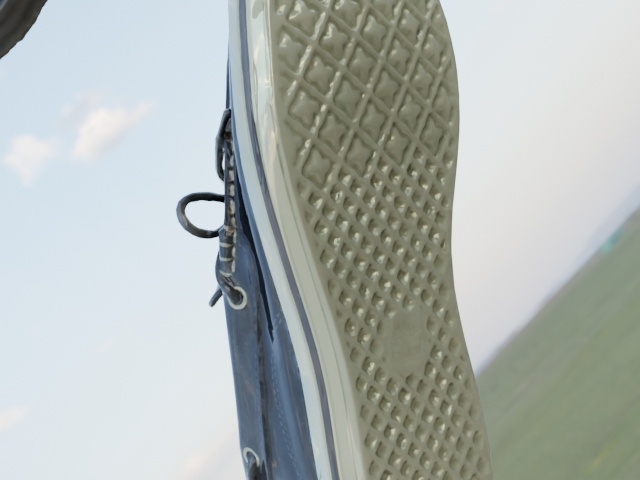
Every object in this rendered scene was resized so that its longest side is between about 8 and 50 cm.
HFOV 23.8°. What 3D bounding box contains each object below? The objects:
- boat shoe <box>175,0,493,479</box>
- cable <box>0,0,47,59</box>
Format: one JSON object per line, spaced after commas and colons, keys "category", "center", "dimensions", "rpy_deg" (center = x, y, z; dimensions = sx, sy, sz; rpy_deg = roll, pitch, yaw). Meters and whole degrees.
{"category": "boat shoe", "center": [0.000, 0.000, 1.017], "dimensions": [0.187, 0.500, 0.156], "rpy_deg": [-15, 10, -41]}
{"category": "cable", "center": [-0.224, -0.043, 0.800], "dimensions": [0.072, 0.139, 0.287], "rpy_deg": [34, -96, -44]}
